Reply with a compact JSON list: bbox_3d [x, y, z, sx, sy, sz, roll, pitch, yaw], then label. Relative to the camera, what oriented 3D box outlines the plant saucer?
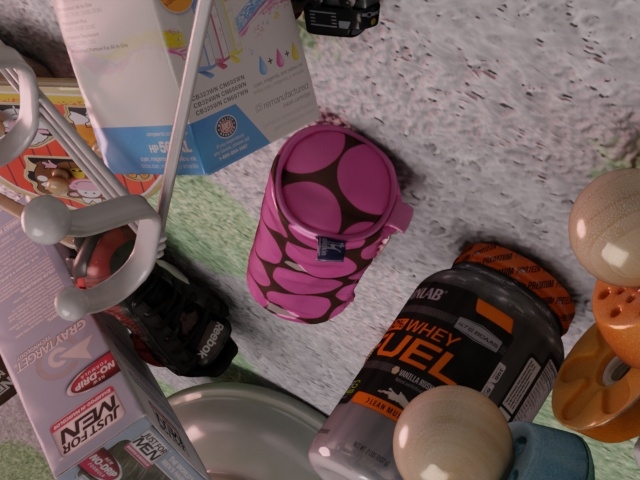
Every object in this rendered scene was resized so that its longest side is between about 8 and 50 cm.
[{"bbox_3d":[-0.101,0.383,1.421,0.400,0.100,0.400,8,113,19],"label":"plant saucer"}]

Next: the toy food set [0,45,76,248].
[{"bbox_3d":[-0.344,-0.112,1.030,0.219,0.092,0.306,28,157,14],"label":"toy food set"}]

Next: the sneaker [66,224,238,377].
[{"bbox_3d":[-0.168,0.071,1.163,0.135,0.097,0.276,22,158,29],"label":"sneaker"}]

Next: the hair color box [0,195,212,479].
[{"bbox_3d":[-0.275,0.138,1.228,0.374,0.113,0.185,51,173,39],"label":"hair color box"}]

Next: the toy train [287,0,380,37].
[{"bbox_3d":[-0.029,-0.135,0.613,0.158,0.027,0.036,16,123,40],"label":"toy train"}]

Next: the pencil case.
[{"bbox_3d":[0.000,0.000,0.792,0.098,0.095,0.209,18,161,-2],"label":"pencil case"}]

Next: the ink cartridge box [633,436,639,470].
[{"bbox_3d":[0.320,0.167,0.688,0.203,0.086,0.148,17,152,35],"label":"ink cartridge box"}]

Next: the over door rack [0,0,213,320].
[{"bbox_3d":[-0.144,-0.129,0.483,0.239,0.108,0.324,48,140,13],"label":"over door rack"}]

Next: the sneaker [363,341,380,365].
[{"bbox_3d":[0.069,0.122,1.026,0.042,0.067,0.118,30,128,15],"label":"sneaker"}]

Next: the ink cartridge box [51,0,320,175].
[{"bbox_3d":[-0.077,-0.117,0.577,0.090,0.092,0.143,6,119,45],"label":"ink cartridge box"}]

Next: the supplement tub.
[{"bbox_3d":[0.087,0.102,0.733,0.117,0.190,0.117,31,160,13],"label":"supplement tub"}]

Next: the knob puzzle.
[{"bbox_3d":[-0.215,-0.067,0.915,0.213,0.030,0.213,3,150,2],"label":"knob puzzle"}]

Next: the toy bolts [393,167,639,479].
[{"bbox_3d":[0.134,0.077,0.590,0.158,0.228,0.218,39,166,-14],"label":"toy bolts"}]

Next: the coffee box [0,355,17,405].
[{"bbox_3d":[-0.495,0.098,1.433,0.297,0.168,0.119,51,176,45],"label":"coffee box"}]
